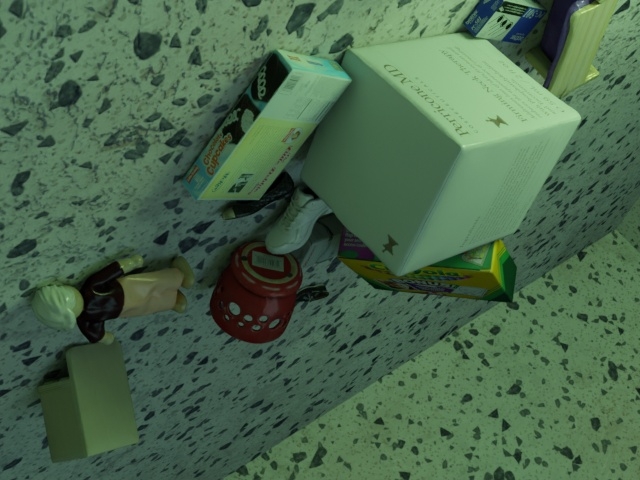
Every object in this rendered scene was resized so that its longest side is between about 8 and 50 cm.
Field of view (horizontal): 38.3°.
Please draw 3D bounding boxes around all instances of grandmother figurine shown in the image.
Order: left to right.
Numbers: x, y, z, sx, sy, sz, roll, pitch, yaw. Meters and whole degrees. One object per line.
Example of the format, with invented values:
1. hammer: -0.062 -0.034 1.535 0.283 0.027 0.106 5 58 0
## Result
1. grandmother figurine: -0.412 0.117 1.821 0.342 0.104 0.208 -5 113 -50

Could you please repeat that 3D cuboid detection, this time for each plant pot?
1. plant pot: -0.141 0.112 2.096 0.191 0.191 0.174 -19 147 -40

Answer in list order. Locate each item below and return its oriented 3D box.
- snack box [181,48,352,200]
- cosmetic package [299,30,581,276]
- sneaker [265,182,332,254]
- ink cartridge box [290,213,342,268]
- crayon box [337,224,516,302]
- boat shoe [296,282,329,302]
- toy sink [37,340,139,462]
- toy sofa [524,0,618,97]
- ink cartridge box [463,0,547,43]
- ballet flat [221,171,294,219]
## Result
1. snack box: -0.101 -0.204 1.713 0.322 0.060 0.187 -50 155 26
2. cosmetic package: 0.238 -0.187 1.870 0.393 0.329 0.327 -18 143 -40
3. sneaker: -0.046 -0.071 2.046 0.232 0.090 0.115 -47 152 -3
4. ink cartridge box: 0.000 0.000 2.261 0.150 0.063 0.109 -20 152 -37
5. crayon box: 0.261 0.054 2.197 0.313 0.362 0.106 37 60 -65
6. boat shoe: -0.027 0.152 2.548 0.125 0.038 0.046 -12 146 -48
7. toy sink: -0.516 0.352 2.023 0.131 0.234 0.152 -17 173 33
8. toy sofa: 0.556 -0.483 2.069 0.177 0.150 0.363 -29 157 -13
9. ink cartridge box: 0.397 -0.477 1.970 0.207 0.046 0.097 -8 145 -52
10. ballet flat: -0.133 -0.089 1.926 0.173 0.049 0.057 -29 -161 -20
